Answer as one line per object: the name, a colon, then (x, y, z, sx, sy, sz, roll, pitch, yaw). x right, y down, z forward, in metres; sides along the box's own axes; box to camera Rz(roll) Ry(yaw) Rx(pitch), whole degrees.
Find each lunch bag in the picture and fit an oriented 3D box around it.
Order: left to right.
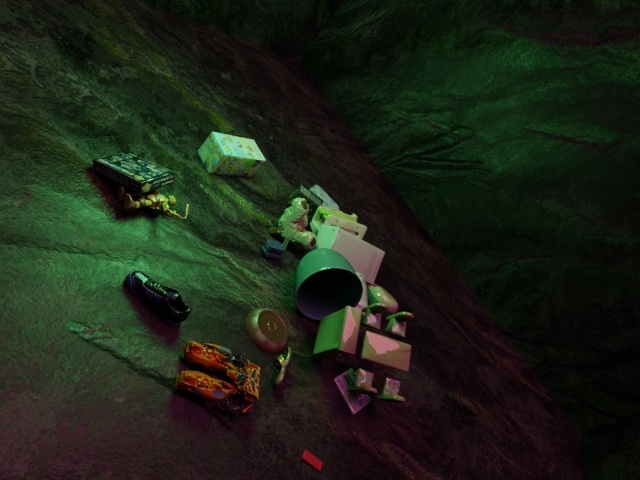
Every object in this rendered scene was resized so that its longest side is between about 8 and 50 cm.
lunch bag: (-0.215, 0.044, 1.890, 0.099, 0.065, 0.067, 19, 26, -40)
lunch bag: (0.005, -0.219, 2.447, 0.219, 0.090, 0.176, 47, 31, -4)

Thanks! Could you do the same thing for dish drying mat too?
dish drying mat: (-0.028, 0.744, 1.401, 0.083, 0.008, 0.032, 43, 31, -12)

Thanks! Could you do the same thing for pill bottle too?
pill bottle: (0.147, 0.296, 1.981, 0.160, 0.160, 0.283, 35, 33, -23)

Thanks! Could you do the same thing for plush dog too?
plush dog: (-0.131, -0.083, 2.073, 0.225, 0.211, 0.262, -60, 136, -73)

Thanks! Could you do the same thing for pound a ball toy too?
pound a ball toy: (0.100, -0.087, 2.285, 0.320, 0.135, 0.208, 16, 19, -35)

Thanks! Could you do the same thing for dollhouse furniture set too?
dollhouse furniture set: (0.210, 0.423, 1.671, 0.395, 0.256, 0.361, 21, 63, -16)

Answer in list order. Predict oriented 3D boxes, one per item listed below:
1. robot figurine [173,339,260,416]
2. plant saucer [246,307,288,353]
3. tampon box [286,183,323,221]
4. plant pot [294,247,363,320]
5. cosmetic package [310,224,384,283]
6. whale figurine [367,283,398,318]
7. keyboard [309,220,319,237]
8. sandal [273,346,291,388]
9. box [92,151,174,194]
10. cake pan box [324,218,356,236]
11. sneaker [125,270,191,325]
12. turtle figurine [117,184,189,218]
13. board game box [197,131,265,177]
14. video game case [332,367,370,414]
robot figurine: (-0.307, 0.432, 1.312, 0.291, 0.085, 0.210, 30, 36, -30)
plant saucer: (-0.196, 0.341, 1.609, 0.199, 0.036, 0.198, 34, 33, -26)
tampon box: (-0.085, -0.207, 2.284, 0.161, 0.120, 0.101, 38, 33, -19)
plant pot: (0.019, 0.172, 1.852, 0.293, 0.293, 0.235, 32, 21, -27)
cosmetic package: (0.142, 0.074, 2.140, 0.366, 0.196, 0.155, 28, -8, -36)
whale figurine: (0.308, 0.323, 2.225, 0.216, 0.141, 0.272, 41, 7, -13)
keyboard: (0.000, 0.000, 2.269, 0.072, 0.014, 0.255, 16, 44, -44)
sandal: (-0.147, 0.459, 1.522, 0.049, 0.072, 0.180, 24, 37, -1)
box: (-0.689, -0.255, 1.533, 0.221, 0.051, 0.175, 25, 28, 11)
cake pan box: (0.130, 0.021, 2.364, 0.246, 0.070, 0.266, 15, 45, -40)
sneaker: (-0.514, 0.170, 1.330, 0.232, 0.090, 0.081, 44, 31, -9)
turtle figurine: (-0.635, -0.158, 1.549, 0.218, 0.087, 0.269, -1, 45, -47)
board game box: (-0.436, -0.417, 2.043, 0.275, 0.142, 0.144, -5, 60, -55)
video game case: (0.131, 0.628, 1.729, 0.143, 0.019, 0.157, -6, 59, -55)
